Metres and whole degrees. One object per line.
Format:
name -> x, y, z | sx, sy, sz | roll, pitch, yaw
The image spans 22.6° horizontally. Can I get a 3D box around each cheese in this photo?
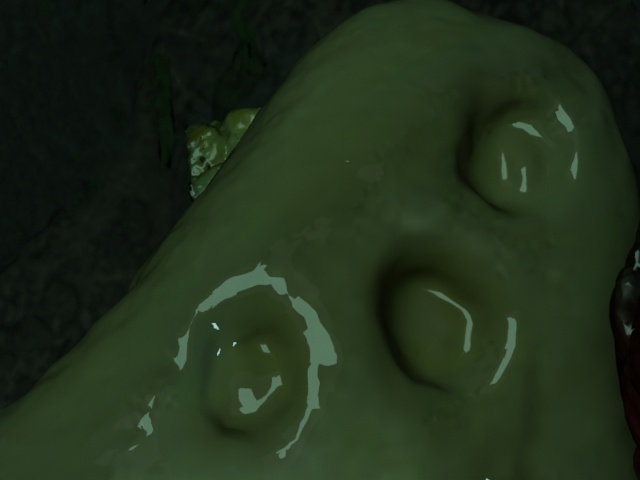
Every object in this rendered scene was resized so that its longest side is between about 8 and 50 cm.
cheese -> -0.016, 0.054, 0.663 | 0.351, 0.129, 0.328 | 3, 87, -20

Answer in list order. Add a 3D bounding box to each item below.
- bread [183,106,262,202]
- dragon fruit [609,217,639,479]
bread -> 0.003, 0.005, 0.787 | 0.110, 0.103, 0.156 | -14, 81, 3
dragon fruit -> 0.260, 0.043, 0.563 | 0.329, 0.329, 0.329 | -4, 78, 18
